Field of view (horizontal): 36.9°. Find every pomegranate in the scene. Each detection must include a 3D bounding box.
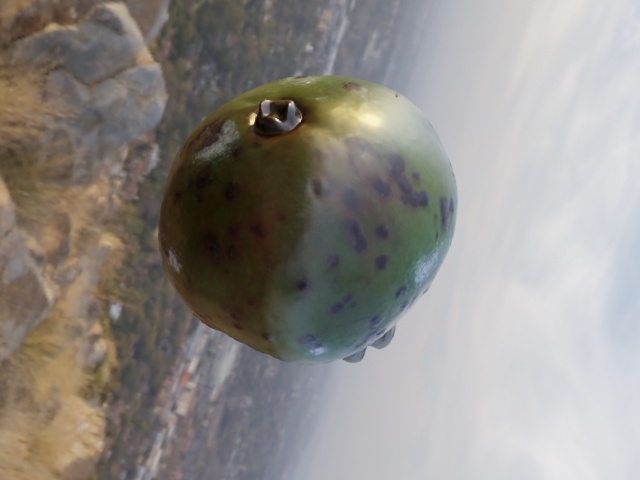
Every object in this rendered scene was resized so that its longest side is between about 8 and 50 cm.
[{"bbox_3d":[0.000,0.000,0.649,0.247,0.202,0.202,67,35,-46],"label":"pomegranate"}]
